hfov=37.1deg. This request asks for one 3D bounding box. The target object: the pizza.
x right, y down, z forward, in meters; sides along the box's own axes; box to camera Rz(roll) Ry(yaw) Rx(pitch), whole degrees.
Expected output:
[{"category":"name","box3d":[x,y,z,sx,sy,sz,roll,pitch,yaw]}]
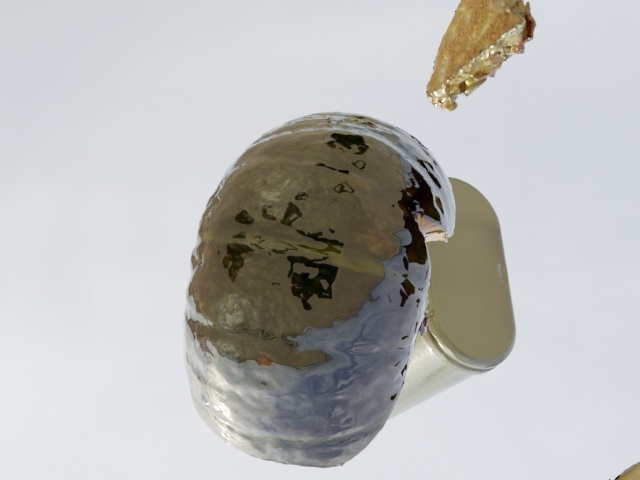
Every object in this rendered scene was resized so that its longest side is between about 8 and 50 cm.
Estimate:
[{"category":"pizza","box3d":[0.207,-0.241,1.140,0.188,0.062,0.199,-69,-162,0]}]

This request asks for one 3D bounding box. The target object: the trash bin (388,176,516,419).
[{"category":"trash bin","box3d":[0.108,0.080,1.160,0.247,0.121,0.243,-42,-138,50]}]

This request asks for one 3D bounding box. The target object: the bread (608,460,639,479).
[{"category":"bread","box3d":[0.409,0.381,1.214,0.183,0.211,0.224,29,-94,45]}]

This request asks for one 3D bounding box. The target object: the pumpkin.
[{"category":"pumpkin","box3d":[0.000,0.000,0.450,0.119,0.107,0.183,6,-131,13]}]
